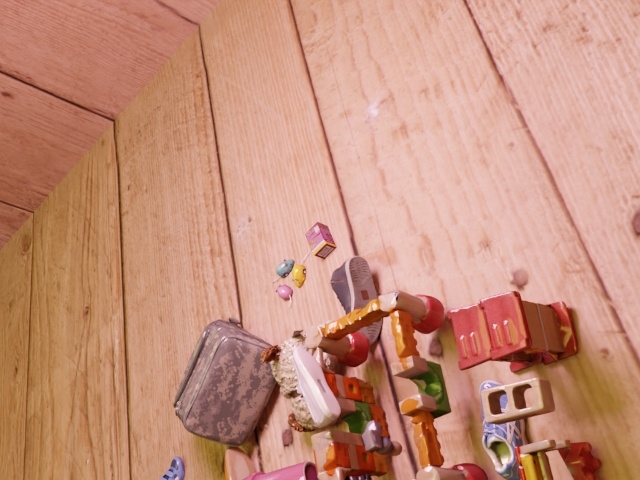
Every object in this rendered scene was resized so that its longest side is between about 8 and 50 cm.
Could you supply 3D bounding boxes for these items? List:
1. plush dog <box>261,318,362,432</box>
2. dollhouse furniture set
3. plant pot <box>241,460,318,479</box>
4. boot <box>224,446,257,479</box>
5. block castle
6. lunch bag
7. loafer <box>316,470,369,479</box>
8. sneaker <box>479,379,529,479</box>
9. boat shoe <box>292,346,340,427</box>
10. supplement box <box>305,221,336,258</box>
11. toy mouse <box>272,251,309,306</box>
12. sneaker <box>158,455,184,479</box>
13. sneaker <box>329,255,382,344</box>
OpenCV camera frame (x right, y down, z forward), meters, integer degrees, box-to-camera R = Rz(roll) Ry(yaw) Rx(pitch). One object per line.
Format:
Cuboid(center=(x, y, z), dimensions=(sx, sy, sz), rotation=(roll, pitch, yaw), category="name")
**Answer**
Cuboid(center=(-0.025, 0.346, 1.829), dimensions=(0.262, 0.211, 0.225), rotation=(-39, 71, 30), category="plush dog")
Cuboid(center=(0.380, 0.290, 1.381), dimensions=(0.152, 0.201, 0.374), rotation=(-26, 62, 39), category="dollhouse furniture set")
Cuboid(center=(-0.075, 0.612, 1.754), dimensions=(0.180, 0.201, 0.201), rotation=(-34, 49, 14), category="plant pot")
Cuboid(center=(-0.245, 0.709, 1.955), dimensions=(0.211, 0.104, 0.295), rotation=(-44, 50, 26), category="boot")
Cuboid(center=(0.154, 0.357, 1.591), dimensions=(0.303, 0.213, 0.453), rotation=(-30, 55, 31), category="block castle")
Cuboid(center=(-0.269, 0.380, 2.062), dimensions=(0.305, 0.213, 0.256), rotation=(-66, 21, 0), category="lunch bag")
Cuboid(center=(0.051, 0.556, 1.695), dimensions=(0.109, 0.095, 0.302), rotation=(-48, 43, 20), category="loafer")
Cuboid(center=(0.352, 0.363, 1.459), dimensions=(0.080, 0.081, 0.211), rotation=(-41, 45, 31), category="sneaker")
Cuboid(center=(-0.021, 0.309, 1.585), dimensions=(0.063, 0.066, 0.184), rotation=(-46, 57, 19), category="boat shoe")
Cuboid(center=(0.000, 0.000, 2.045), dimensions=(0.055, 0.043, 0.083), rotation=(-44, 46, 26), category="supplement box")
Cuboid(center=(-0.101, 0.108, 2.119), dimensions=(0.143, 0.031, 0.160), rotation=(-5, 69, 47), category="toy mouse")
Cuboid(center=(-0.443, 0.706, 2.212), dimensions=(0.053, 0.059, 0.144), rotation=(-2, 71, 50), category="sneaker")
Cuboid(center=(0.086, 0.159, 1.868), dimensions=(0.118, 0.083, 0.222), rotation=(142, 126, -61), category="sneaker")
